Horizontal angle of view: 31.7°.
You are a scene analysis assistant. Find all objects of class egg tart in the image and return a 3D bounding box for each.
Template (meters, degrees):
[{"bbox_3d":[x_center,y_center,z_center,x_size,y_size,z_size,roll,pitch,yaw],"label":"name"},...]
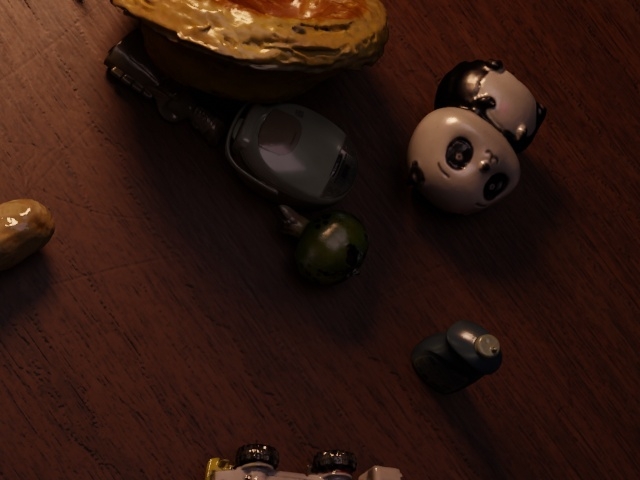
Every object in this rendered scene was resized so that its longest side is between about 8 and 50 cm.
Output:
[{"bbox_3d":[-0.118,-0.318,1.674,0.443,0.178,0.443,14,29,-8],"label":"egg tart"}]

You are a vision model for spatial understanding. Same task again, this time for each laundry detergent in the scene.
[{"bbox_3d":[0.207,0.171,1.663,0.061,0.206,0.097,-35,88,-23],"label":"laundry detergent"}]

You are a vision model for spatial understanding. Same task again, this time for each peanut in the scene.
[{"bbox_3d":[-0.473,0.016,1.550,0.228,0.104,0.086,-32,107,-22],"label":"peanut"}]

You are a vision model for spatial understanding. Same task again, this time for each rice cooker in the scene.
[{"bbox_3d":[-0.045,-0.126,1.722,0.206,0.127,0.145,25,67,-5],"label":"rice cooker"}]

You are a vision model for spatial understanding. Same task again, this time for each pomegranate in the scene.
[{"bbox_3d":[0.000,0.000,1.702,0.161,0.122,0.122,33,66,5],"label":"pomegranate"}]

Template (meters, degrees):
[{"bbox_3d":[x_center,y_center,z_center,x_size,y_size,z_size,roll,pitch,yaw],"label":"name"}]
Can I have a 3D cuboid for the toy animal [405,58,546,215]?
[{"bbox_3d":[0.239,-0.154,1.797,0.187,0.165,0.235,40,62,-21],"label":"toy animal"}]

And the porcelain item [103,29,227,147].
[{"bbox_3d":[-0.230,-0.227,1.732,0.213,0.054,0.084,42,68,-3],"label":"porcelain item"}]

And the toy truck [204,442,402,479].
[{"bbox_3d":[-0.025,0.365,1.581,0.285,0.111,0.136,10,55,-17],"label":"toy truck"}]
